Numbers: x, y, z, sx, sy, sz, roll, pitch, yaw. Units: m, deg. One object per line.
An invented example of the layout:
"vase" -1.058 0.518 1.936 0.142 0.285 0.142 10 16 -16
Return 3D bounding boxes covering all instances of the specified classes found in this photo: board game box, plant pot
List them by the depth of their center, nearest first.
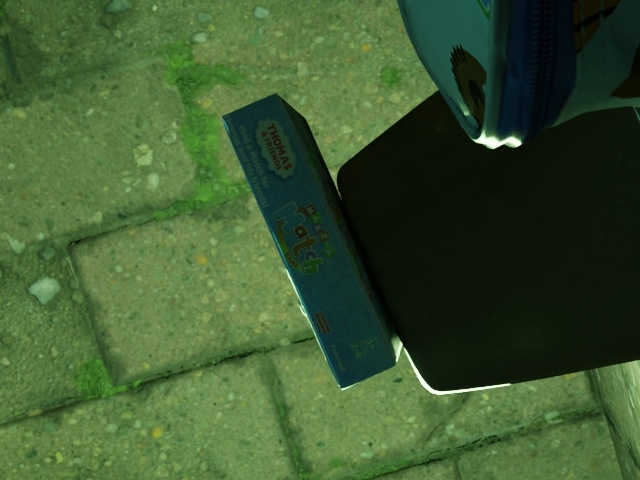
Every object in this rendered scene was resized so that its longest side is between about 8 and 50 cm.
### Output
"board game box" 0.000 0.000 1.065 0.211 0.039 0.160 -13 -101 -86
"plant pot" 0.140 -0.019 1.077 0.263 0.229 0.263 -23 -90 -87

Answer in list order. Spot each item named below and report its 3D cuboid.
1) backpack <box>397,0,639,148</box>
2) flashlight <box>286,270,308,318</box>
"backpack" 0.106 -0.124 0.348 0.263 0.213 0.277 -126 20 -66
"flashlight" 0.127 -0.016 1.304 0.103 0.304 0.103 -98 -10 -63
